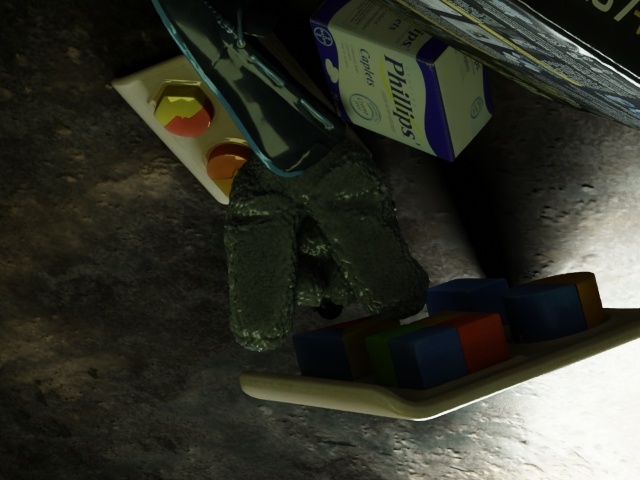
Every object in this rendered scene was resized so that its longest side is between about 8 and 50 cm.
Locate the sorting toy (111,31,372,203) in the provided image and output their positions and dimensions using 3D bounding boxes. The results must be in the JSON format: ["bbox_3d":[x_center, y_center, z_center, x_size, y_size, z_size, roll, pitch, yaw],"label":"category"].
[{"bbox_3d":[-0.080,-0.115,1.723,0.208,0.038,0.193,-13,134,34],"label":"sorting toy"}]

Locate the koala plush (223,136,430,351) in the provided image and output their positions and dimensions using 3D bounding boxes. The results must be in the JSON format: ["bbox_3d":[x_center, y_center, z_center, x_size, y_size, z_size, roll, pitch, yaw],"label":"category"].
[{"bbox_3d":[0.000,0.000,1.720,0.196,0.203,0.221,-13,173,4],"label":"koala plush"}]

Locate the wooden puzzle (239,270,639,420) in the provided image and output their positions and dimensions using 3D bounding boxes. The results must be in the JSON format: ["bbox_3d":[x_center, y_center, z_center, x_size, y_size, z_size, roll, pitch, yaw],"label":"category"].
[{"bbox_3d":[0.132,0.091,1.672,0.348,0.080,0.322,-12,-176,-27],"label":"wooden puzzle"}]

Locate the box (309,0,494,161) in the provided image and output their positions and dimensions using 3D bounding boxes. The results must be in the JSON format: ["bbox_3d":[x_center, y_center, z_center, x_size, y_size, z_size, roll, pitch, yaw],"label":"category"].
[{"bbox_3d":[0.074,-0.155,1.551,0.137,0.072,0.126,23,149,31],"label":"box"}]

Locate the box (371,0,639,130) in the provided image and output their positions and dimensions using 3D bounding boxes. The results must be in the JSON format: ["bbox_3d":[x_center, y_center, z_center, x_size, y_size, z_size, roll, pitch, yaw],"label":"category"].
[{"bbox_3d":[0.150,-0.183,1.292,0.395,0.097,0.318,24,180,-37],"label":"box"}]

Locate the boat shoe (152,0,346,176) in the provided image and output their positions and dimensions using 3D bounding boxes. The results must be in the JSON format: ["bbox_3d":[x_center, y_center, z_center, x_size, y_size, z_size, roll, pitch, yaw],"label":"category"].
[{"bbox_3d":[-0.070,-0.183,1.577,0.089,0.109,0.258,-33,106,14],"label":"boat shoe"}]
